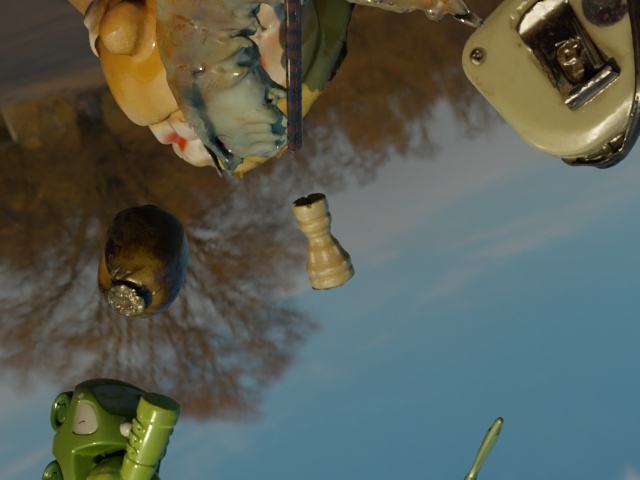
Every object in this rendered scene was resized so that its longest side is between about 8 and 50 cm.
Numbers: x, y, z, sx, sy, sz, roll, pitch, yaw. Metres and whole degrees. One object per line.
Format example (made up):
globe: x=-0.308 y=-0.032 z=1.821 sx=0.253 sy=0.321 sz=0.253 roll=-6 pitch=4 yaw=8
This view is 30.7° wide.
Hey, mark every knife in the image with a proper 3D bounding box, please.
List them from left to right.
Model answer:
knife: x=0.252 y=0.389 z=1.930 sx=0.043 sy=0.019 sz=0.293 roll=-41 pitch=156 yaw=-42

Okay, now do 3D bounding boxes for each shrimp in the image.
shrimp: x=-0.034 y=-0.173 z=0.907 sx=0.287 sy=0.185 sz=0.068 roll=-30 pitch=-154 yaw=38

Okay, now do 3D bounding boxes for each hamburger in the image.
hamburger: x=-0.124 y=-0.224 z=1.236 sx=0.276 sy=0.236 sz=0.276 roll=-36 pitch=-141 yaw=37

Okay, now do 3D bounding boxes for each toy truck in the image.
toy truck: x=-0.262 y=0.281 z=1.515 sx=0.148 sy=0.187 sz=0.210 roll=17 pitch=174 yaw=-37

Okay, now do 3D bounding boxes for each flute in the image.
flute: x=-0.020 y=-0.165 z=0.833 sx=0.014 sy=0.270 sz=0.014 roll=0 pitch=-133 yaw=0

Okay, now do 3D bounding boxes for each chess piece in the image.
chess piece: x=0.000 y=0.000 z=1.578 sx=0.066 sy=0.122 sz=0.066 roll=-16 pitch=-159 yaw=6

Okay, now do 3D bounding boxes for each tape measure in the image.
tape measure: x=0.319 y=-0.224 z=1.324 sx=0.271 sy=0.231 sz=0.133 roll=-46 pitch=158 yaw=18

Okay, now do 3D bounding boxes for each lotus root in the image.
lotus root: x=-0.219 y=0.023 z=1.452 sx=0.120 sy=0.120 sz=0.209 roll=-20 pitch=-148 yaw=13

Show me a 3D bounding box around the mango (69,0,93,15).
mango: x=-0.311 y=-0.457 z=1.896 sx=0.166 sy=0.236 sz=0.136 roll=17 pitch=161 yaw=11
